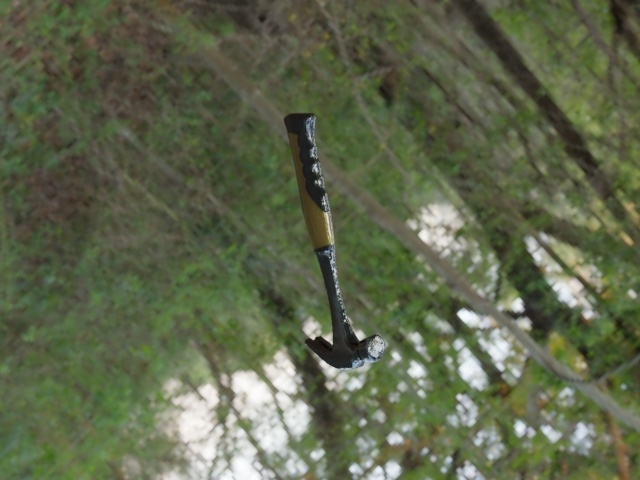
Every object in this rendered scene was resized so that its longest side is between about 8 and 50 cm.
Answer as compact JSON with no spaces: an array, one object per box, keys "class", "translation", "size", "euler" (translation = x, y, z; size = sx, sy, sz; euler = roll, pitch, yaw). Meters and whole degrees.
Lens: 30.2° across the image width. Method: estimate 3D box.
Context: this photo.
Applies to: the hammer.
[{"class":"hammer","translation":[0.000,0.000,0.904],"size":[0.021,0.201,0.078],"euler":[-7,171,-36]}]
